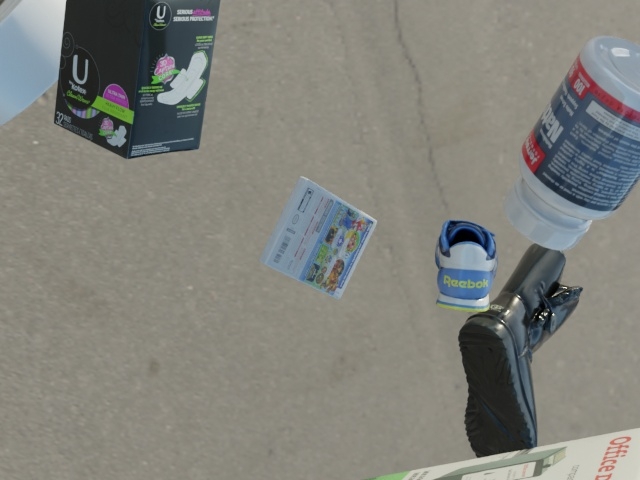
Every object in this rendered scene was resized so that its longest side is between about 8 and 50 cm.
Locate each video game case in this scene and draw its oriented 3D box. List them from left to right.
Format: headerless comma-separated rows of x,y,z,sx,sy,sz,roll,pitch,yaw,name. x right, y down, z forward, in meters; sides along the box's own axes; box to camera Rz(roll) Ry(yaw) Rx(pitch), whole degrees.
0.000,0.000,1.015,0.122,0.011,0.087,28,87,-50,video game case

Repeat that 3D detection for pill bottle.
0.241,-0.082,0.969,0.108,0.108,0.180,-23,149,-47,pill bottle

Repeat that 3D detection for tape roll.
-0.412,-0.266,1.404,0.100,0.286,0.286,48,60,-33,tape roll

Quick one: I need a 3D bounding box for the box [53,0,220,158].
-0.095,-0.092,0.551,0.052,0.062,0.083,-14,122,-50,box

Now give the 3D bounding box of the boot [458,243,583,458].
0.265,0.149,1.371,0.207,0.094,0.246,-39,126,-41,boot

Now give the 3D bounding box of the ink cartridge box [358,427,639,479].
0.131,0.254,0.839,0.211,0.289,0.122,-25,98,-67,ink cartridge box

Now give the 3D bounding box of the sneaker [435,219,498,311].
0.121,0.007,0.880,0.144,0.053,0.059,-78,169,-69,sneaker
